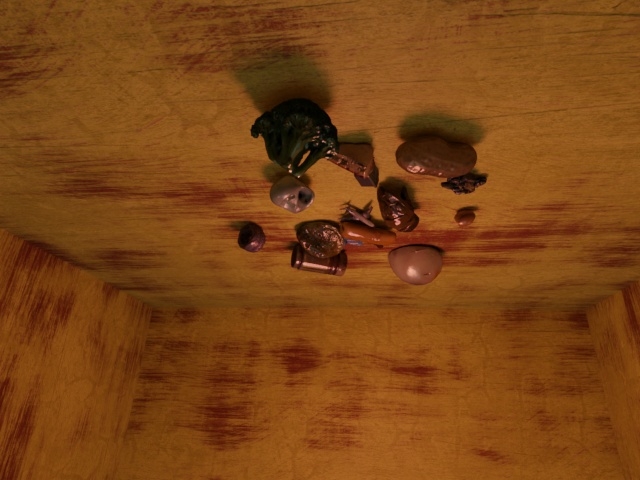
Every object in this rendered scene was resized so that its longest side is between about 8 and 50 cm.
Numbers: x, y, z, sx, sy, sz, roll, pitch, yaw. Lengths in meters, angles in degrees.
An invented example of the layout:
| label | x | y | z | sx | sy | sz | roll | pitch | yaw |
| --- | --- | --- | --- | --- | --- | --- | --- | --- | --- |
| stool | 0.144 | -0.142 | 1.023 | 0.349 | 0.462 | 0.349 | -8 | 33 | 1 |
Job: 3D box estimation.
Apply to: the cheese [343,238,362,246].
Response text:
| label | x | y | z | sx | sy | sz | roll | pitch | yaw |
| --- | --- | --- | --- | --- | --- | --- | --- | --- | --- |
| cheese | 0.120 | 0.002 | 2.318 | 0.244 | 0.052 | 0.135 | 0 | 157 | 4 |

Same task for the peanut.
| label | x | y | z | sx | sy | sz | roll | pitch | yaw |
| --- | --- | --- | --- | --- | --- | --- | --- | --- | --- |
| peanut | 0.432 | -0.308 | 1.493 | 0.312 | 0.152 | 0.152 | 7 | 155 | -9 |

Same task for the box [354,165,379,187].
| label | x | y | z | sx | sy | sz | roll | pitch | yaw |
| --- | --- | --- | --- | --- | --- | --- | --- | --- | --- |
| box | 0.189 | -0.273 | 1.669 | 0.069 | 0.084 | 0.122 | -2 | 155 | 27 |

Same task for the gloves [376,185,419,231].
| label | x | y | z | sx | sy | sz | roll | pitch | yaw |
| --- | --- | --- | --- | --- | --- | --- | --- | --- | --- |
| gloves | 0.360 | -0.136 | 1.878 | 0.154 | 0.141 | 0.331 | -10 | 153 | 28 |

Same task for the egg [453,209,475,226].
| label | x | y | z | sx | sy | sz | roll | pitch | yaw |
| --- | --- | --- | --- | --- | --- | --- | --- | --- | --- |
| egg | 0.705 | -0.110 | 1.979 | 0.096 | 0.080 | 0.080 | -33 | 140 | 32 |

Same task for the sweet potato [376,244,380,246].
| label | x | y | z | sx | sy | sz | roll | pitch | yaw |
| --- | --- | --- | --- | --- | --- | --- | --- | --- | --- |
| sweet potato | 0.327 | 0.010 | 2.321 | 0.054 | 0.053 | 0.182 | -47 | 143 | 8 |

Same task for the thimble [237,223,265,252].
| label | x | y | z | sx | sy | sz | roll | pitch | yaw |
| --- | --- | --- | --- | --- | --- | --- | --- | --- | --- |
| thimble | -0.378 | -0.010 | 2.232 | 0.150 | 0.150 | 0.097 | -18 | 150 | 38 |

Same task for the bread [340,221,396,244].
| label | x | y | z | sx | sy | sz | roll | pitch | yaw |
| --- | --- | --- | --- | --- | --- | --- | --- | --- | --- |
| bread | 0.247 | -0.033 | 2.146 | 0.304 | 0.091 | 0.142 | 10 | 177 | -16 |

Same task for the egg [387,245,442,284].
| label | x | y | z | sx | sy | sz | roll | pitch | yaw |
| --- | --- | --- | --- | --- | --- | --- | --- | --- | --- |
| egg | 0.576 | 0.170 | 2.474 | 0.336 | 0.201 | 0.337 | 2 | 154 | 1 |

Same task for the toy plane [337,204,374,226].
| label | x | y | z | sx | sy | sz | roll | pitch | yaw |
| --- | --- | --- | --- | --- | --- | --- | --- | --- | --- |
| toy plane | 0.195 | -0.122 | 2.025 | 0.226 | 0.058 | 0.225 | 18 | 154 | -40 |

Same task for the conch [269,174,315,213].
| label | x | y | z | sx | sy | sz | roll | pitch | yaw |
| --- | --- | --- | --- | --- | --- | --- | --- | --- | --- |
| conch | -0.123 | -0.206 | 1.794 | 0.184 | 0.121 | 0.221 | -7 | 158 | 24 |

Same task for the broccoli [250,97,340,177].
| label | x | y | z | sx | sy | sz | roll | pitch | yaw |
| --- | --- | --- | --- | --- | --- | --- | --- | --- | --- |
| broccoli | -0.078 | -0.345 | 1.356 | 0.294 | 0.246 | 0.265 | 27 | 175 | 4 |

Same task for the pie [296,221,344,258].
| label | x | y | z | sx | sy | sz | roll | pitch | yaw |
| --- | --- | --- | --- | --- | --- | --- | --- | --- | --- |
| pie | 0.000 | 0.000 | 2.233 | 0.276 | 0.079 | 0.277 | 14 | 143 | 10 |

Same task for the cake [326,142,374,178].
| label | x | y | z | sx | sy | sz | roll | pitch | yaw |
| --- | --- | --- | --- | --- | --- | --- | --- | --- | --- |
| cake | 0.112 | -0.341 | 1.572 | 0.220 | 0.117 | 0.086 | 32 | 158 | 17 |

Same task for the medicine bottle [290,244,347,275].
| label | x | y | z | sx | sy | sz | roll | pitch | yaw |
| --- | --- | --- | --- | --- | --- | --- | --- | --- | --- |
| medicine bottle | -0.009 | 0.122 | 2.476 | 0.322 | 0.151 | 0.151 | 11 | 155 | -17 |

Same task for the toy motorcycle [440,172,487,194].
| label | x | y | z | sx | sy | sz | roll | pitch | yaw |
| --- | --- | --- | --- | --- | --- | --- | --- | --- | --- |
| toy motorcycle | 0.602 | -0.237 | 1.726 | 0.193 | 0.061 | 0.124 | 2 | 150 | -19 |
